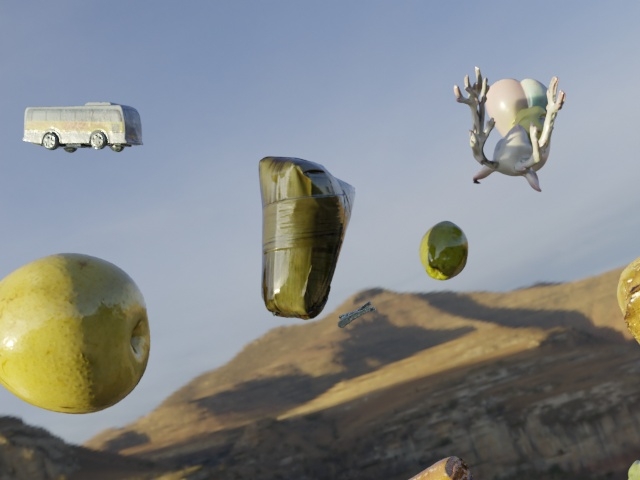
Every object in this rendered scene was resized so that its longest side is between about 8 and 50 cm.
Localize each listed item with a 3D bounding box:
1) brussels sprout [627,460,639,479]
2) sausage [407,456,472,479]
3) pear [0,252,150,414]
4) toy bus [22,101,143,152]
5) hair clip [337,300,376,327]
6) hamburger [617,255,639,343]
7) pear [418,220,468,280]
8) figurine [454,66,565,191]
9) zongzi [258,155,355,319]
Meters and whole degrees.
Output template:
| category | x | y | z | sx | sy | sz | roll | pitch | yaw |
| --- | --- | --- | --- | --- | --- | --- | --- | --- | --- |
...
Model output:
| category | x | y | z | sx | sy | sz | roll | pitch | yaw |
| --- | --- | --- | --- | --- | --- | --- | --- | --- | --- |
| brussels sprout | 0.626 | 0.477 | 1.291 | 0.275 | 0.371 | 0.315 | -18 | -11 | 1 |
| sausage | 0.281 | 0.654 | 2.261 | 0.109 | 0.109 | 0.270 | -3 | -33 | -48 |
| pear | -0.520 | 0.191 | 1.795 | 0.348 | 0.348 | 0.348 | -17 | -13 | -4 |
| toy bus | -0.373 | -0.177 | 1.356 | 0.190 | 0.075 | 0.064 | 0 | 0 | 18 |
| hair clip | 0.088 | 0.186 | 2.136 | 0.115 | 0.030 | 0.039 | -33 | 17 | 36 |
| hamburger | 0.778 | 0.116 | 1.771 | 0.304 | 0.284 | 0.174 | -35 | 24 | 20 |
| pear | 0.252 | 0.022 | 1.754 | 0.107 | 0.107 | 0.131 | -26 | 27 | 34 |
| figurine | 0.391 | -0.242 | 1.771 | 0.206 | 0.284 | 0.316 | 2 | 33 | 14 |
| zongzi | 0.000 | 0.000 | 1.584 | 0.138 | 0.286 | 0.300 | -2 | -4 | 26 |
